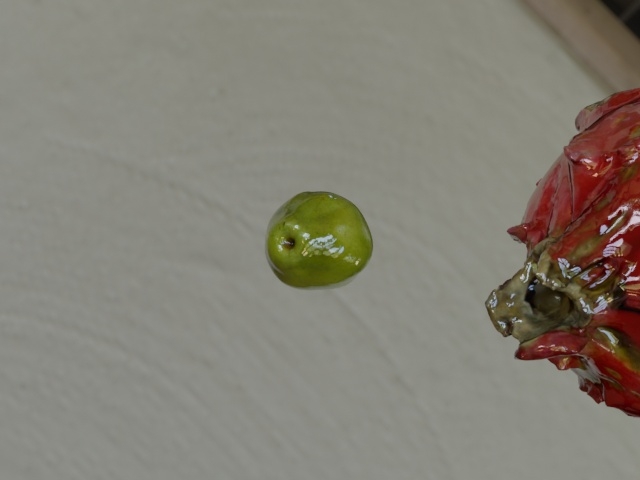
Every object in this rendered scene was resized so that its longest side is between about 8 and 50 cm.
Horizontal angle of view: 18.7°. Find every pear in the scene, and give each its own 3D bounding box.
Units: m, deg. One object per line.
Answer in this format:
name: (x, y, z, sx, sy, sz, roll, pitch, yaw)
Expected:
pear: (0.000, 0.000, 1.630, 0.092, 0.092, 0.097, 50, 14, 22)

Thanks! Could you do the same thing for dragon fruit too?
dragon fruit: (0.199, 0.007, 1.054, 0.268, 0.210, 0.205, -10, 22, -35)
